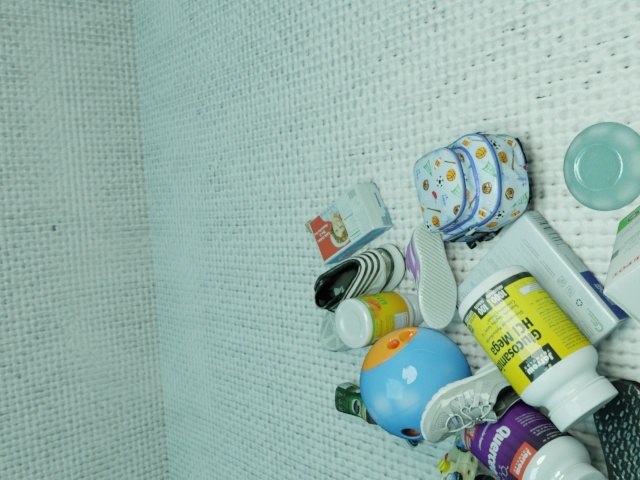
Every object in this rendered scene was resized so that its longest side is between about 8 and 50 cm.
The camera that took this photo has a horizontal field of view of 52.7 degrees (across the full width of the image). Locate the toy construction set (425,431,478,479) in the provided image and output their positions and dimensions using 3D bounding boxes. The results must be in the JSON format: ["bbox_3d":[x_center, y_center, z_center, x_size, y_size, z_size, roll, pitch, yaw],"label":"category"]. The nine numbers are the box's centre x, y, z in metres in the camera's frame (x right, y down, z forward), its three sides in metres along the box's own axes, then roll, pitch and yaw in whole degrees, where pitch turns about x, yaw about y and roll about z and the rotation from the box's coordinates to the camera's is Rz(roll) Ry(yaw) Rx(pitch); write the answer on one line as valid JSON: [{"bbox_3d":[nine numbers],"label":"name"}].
[{"bbox_3d":[0.331,0.605,1.727,0.215,0.151,0.328,-33,45,60],"label":"toy construction set"}]

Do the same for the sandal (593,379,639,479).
[{"bbox_3d":[0.689,0.520,1.357,0.167,0.107,0.446,-18,68,48],"label":"sandal"}]

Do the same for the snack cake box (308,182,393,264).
[{"bbox_3d":[0.088,-0.048,1.990,0.264,0.089,0.152,-37,69,46],"label":"snack cake box"}]

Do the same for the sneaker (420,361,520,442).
[{"bbox_3d":[0.353,0.375,1.475,0.105,0.281,0.115,53,180,-29],"label":"sneaker"}]

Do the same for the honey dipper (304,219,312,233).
[{"bbox_3d":[0.000,0.000,2.151,0.161,0.030,0.030,55,133,24],"label":"honey dipper"}]

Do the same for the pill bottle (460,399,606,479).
[{"bbox_3d":[0.479,0.486,1.473,0.323,0.181,0.181,-147,59,-60],"label":"pill bottle"}]

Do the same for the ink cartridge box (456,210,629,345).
[{"bbox_3d":[0.502,0.156,1.541,0.324,0.071,0.330,58,137,28],"label":"ink cartridge box"}]

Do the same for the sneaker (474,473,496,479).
[{"bbox_3d":[0.413,0.704,1.732,0.081,0.080,0.211,37,123,3],"label":"sneaker"}]

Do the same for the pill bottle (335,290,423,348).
[{"bbox_3d":[0.173,0.213,1.801,0.136,0.245,0.136,9,101,49],"label":"pill bottle"}]

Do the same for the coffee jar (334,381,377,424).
[{"bbox_3d":[0.130,0.511,2.023,0.184,0.079,0.096,7,98,50],"label":"coffee jar"}]

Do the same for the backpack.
[{"bbox_3d":[0.362,-0.135,1.543,0.263,0.213,0.276,-29,73,54],"label":"backpack"}]

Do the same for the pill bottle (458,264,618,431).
[{"bbox_3d":[0.466,0.231,1.393,0.334,0.188,0.188,55,133,29],"label":"pill bottle"}]

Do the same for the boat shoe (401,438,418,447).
[{"bbox_3d":[0.267,0.509,1.870,0.083,0.065,0.183,-22,77,51],"label":"boat shoe"}]

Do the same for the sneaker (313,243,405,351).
[{"bbox_3d":[0.046,0.187,1.940,0.169,0.257,0.447,54,132,30],"label":"sneaker"}]

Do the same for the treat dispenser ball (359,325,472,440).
[{"bbox_3d":[0.244,0.365,1.662,0.288,0.288,0.288,9,102,49],"label":"treat dispenser ball"}]

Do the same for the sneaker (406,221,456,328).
[{"bbox_3d":[0.291,0.106,1.736,0.161,0.102,0.282,111,158,-72],"label":"sneaker"}]

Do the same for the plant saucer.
[{"bbox_3d":[0.606,-0.159,1.397,0.195,0.037,0.195,11,104,49],"label":"plant saucer"}]

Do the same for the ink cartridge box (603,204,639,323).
[{"bbox_3d":[0.644,0.003,1.163,0.121,0.289,0.211,41,131,3],"label":"ink cartridge box"}]
